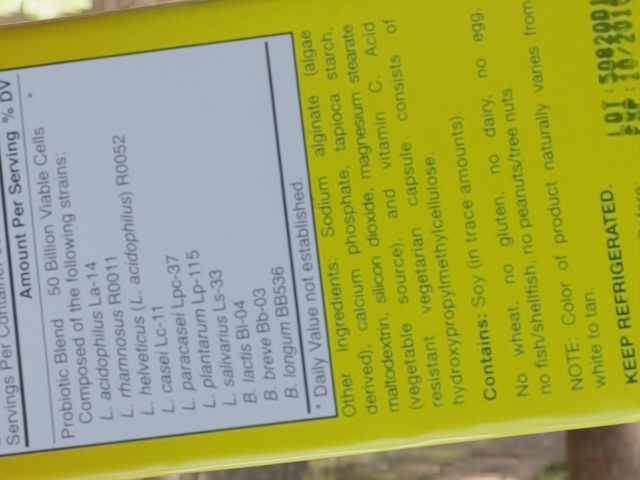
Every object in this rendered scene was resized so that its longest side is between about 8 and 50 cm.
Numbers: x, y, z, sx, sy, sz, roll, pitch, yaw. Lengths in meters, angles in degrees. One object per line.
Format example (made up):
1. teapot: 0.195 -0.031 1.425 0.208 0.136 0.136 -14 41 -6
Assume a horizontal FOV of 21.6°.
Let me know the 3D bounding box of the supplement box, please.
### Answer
1. supplement box: 0.000 0.000 0.762 0.356 0.194 0.195 -6 174 3
